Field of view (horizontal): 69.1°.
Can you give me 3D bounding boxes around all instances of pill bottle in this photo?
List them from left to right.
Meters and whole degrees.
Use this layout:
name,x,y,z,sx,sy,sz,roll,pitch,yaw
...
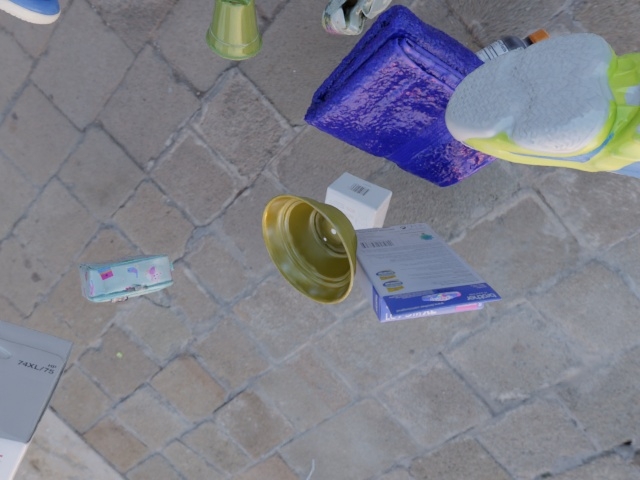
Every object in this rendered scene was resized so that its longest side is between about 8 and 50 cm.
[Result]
name,x,y,z,sx,sy,sz,roll,pitch,yaw
pill bottle,0.343,-0.321,0.939,0.245,0.130,0.130,-25,103,19

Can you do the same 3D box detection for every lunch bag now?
name,x,y,z,sx,sy,sz,roll,pitch,yaw
lunch bag,-0.538,0.100,1.295,0.279,0.224,0.108,-1,95,55

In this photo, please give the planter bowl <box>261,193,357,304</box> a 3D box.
name,x,y,z,sx,sy,sz,roll,pitch,yaw
planter bowl,0.000,0.000,0.842,0.217,0.090,0.217,28,135,32

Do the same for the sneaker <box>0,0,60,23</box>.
name,x,y,z,sx,sy,sz,roll,pitch,yaw
sneaker,-0.270,-0.259,0.377,0.084,0.058,0.152,-26,127,28

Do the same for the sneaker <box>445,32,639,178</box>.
name,x,y,z,sx,sy,sz,roll,pitch,yaw
sneaker,0.202,-0.061,0.293,0.240,0.091,0.126,14,160,45

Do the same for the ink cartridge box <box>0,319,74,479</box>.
name,x,y,z,sx,sy,sz,roll,pitch,yaw
ink cartridge box,-0.492,0.259,0.607,0.198,0.197,0.270,25,107,-21

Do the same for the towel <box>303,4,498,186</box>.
name,x,y,z,sx,sy,sz,roll,pitch,yaw
towel,0.158,-0.187,0.707,0.308,0.076,0.227,19,142,-29

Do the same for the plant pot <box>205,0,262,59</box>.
name,x,y,z,sx,sy,sz,roll,pitch,yaw
plant pot,-0.121,-0.317,0.660,0.083,0.083,0.079,30,152,3

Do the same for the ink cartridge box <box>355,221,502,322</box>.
name,x,y,z,sx,sy,sz,roll,pitch,yaw
ink cartridge box,0.163,0.057,0.842,0.185,0.311,0.065,-6,114,-10

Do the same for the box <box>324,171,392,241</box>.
name,x,y,z,sx,sy,sz,roll,pitch,yaw
box,0.080,-0.054,1.118,0.130,0.091,0.170,27,133,17

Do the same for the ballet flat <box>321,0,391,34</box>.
name,x,y,z,sx,sy,sz,roll,pitch,yaw
ballet flat,0.072,-0.406,0.796,0.221,0.076,0.079,-24,64,52
